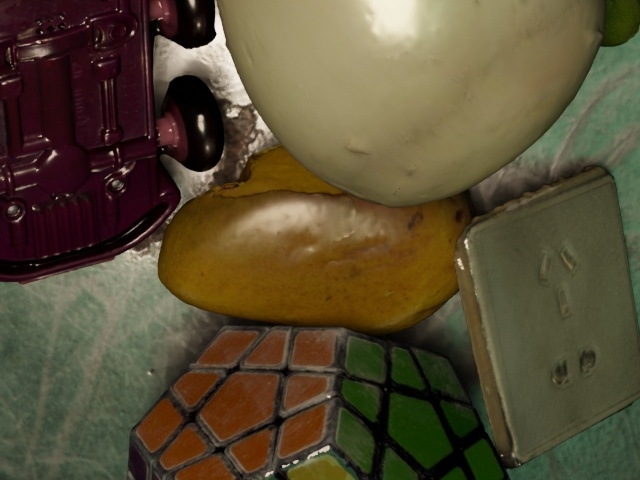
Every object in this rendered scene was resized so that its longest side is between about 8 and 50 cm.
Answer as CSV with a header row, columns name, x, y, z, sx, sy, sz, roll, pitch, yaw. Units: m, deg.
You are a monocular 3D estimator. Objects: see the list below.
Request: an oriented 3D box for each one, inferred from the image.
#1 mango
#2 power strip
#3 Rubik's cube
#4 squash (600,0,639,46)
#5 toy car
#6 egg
name,x,y,z,sx,sy,sz,roll,pitch,yaw
mango,0.000,0.000,1.604,0.262,0.130,0.167,2,115,-9
power strip,0.177,0.060,1.625,0.198,0.064,0.213,-20,103,-41
Rubik's cube,-0.005,0.213,1.585,0.264,0.319,0.319,32,101,22
squash,0.179,-0.231,1.598,0.201,0.066,0.066,40,99,-4
toy car,-0.238,-0.154,1.538,0.271,0.240,0.340,-15,129,-21
egg,0.057,-0.199,1.461,0.283,0.283,0.345,-25,103,5
